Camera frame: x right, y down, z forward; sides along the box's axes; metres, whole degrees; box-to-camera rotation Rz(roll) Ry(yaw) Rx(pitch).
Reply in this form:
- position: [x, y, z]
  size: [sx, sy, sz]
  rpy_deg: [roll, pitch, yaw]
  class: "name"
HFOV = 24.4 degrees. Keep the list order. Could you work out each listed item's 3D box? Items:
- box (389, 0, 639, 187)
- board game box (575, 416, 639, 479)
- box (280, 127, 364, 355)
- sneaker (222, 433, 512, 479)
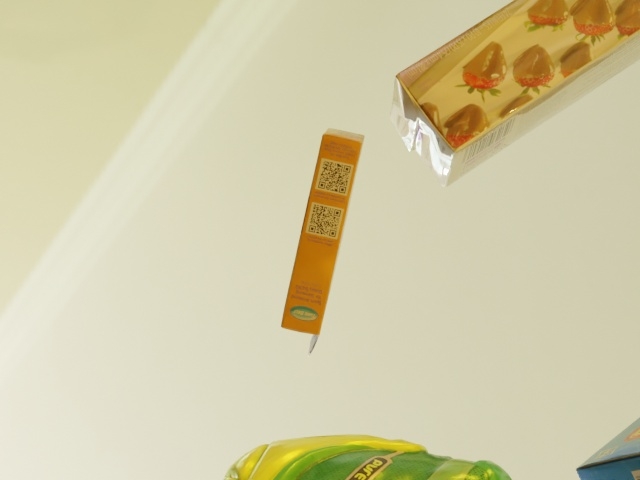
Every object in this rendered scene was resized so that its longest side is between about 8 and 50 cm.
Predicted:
- position: [0.190, -0.150, 0.935]
  size: [0.063, 0.324, 0.067]
  rpy_deg: [54, -12, 14]
  class: "box"
- position: [0.367, 0.231, 1.107]
  size: [0.086, 0.302, 0.308]
  rpy_deg: [-24, -88, 49]
  class: "board game box"
- position: [0.000, 0.000, 0.914]
  size: [0.081, 0.028, 0.136]
  rpy_deg: [-70, 175, -83]
  class: "box"
- position: [0.030, 0.196, 0.422]
  size: [0.109, 0.123, 0.295]
  rpy_deg: [51, 31, -67]
  class: "sneaker"
